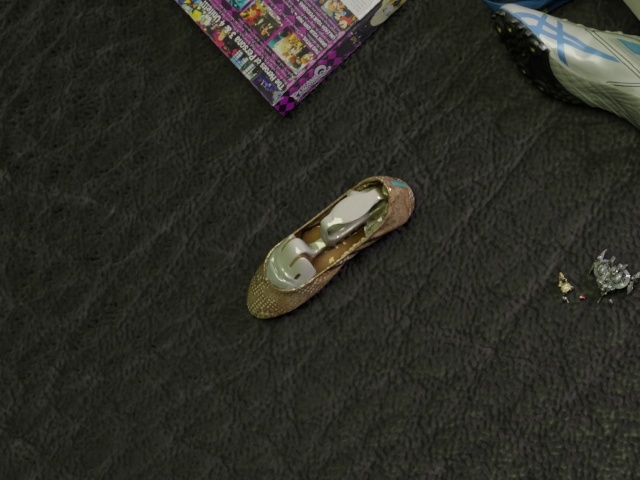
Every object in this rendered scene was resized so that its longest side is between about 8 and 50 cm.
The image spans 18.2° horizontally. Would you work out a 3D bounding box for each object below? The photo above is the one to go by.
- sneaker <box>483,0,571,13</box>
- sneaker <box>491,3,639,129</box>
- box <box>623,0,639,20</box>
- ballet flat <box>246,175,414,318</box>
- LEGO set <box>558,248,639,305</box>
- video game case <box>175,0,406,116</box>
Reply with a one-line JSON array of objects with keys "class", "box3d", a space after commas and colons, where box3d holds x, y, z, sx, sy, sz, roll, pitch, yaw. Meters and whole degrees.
[{"class": "sneaker", "box3d": [0.255, -0.290, 1.999, 0.209, 0.082, 0.069, -27, 63, 8]}, {"class": "sneaker", "box3d": [0.274, -0.175, 1.958, 0.237, 0.085, 0.086, 30, 64, 25]}, {"class": "box", "box3d": [0.359, -0.246, 1.892, 0.113, 0.094, 0.275, -27, 71, -32]}, {"class": "ballet flat", "box3d": [0.000, 0.000, 2.002, 0.206, 0.067, 0.073, -40, 65, 4]}, {"class": "LEGO set", "box3d": [0.267, 0.038, 1.915, 0.083, 0.023, 0.054, -27, 65, 10]}, {"class": "video game case", "box3d": [-0.037, -0.280, 2.123, 0.210, 0.042, 0.232, -44, 63, 2]}]
